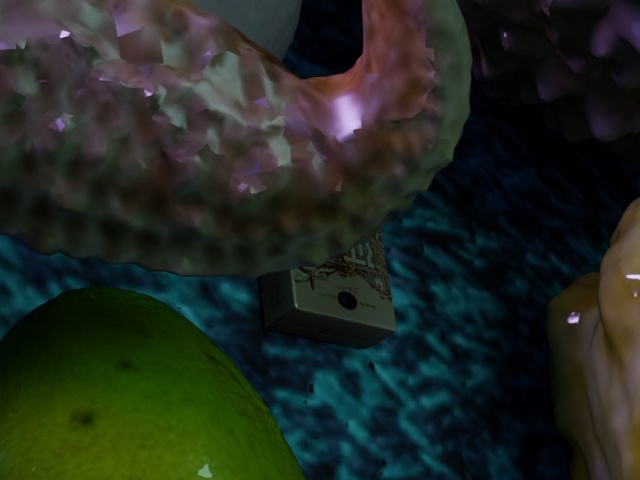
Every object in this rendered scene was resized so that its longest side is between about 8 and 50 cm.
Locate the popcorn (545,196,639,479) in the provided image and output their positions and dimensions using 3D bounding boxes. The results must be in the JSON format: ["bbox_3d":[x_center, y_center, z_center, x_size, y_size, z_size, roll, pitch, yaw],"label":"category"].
[{"bbox_3d":[0.233,0.090,0.550,0.250,0.235,0.242,-6,95,-21],"label":"popcorn"}]

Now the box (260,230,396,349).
[{"bbox_3d":[0.000,0.000,0.548,0.053,0.024,0.083,14,54,-36],"label":"box"}]

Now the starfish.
[{"bbox_3d":[-0.156,-0.160,0.358,0.082,0.324,0.432,49,16,-80],"label":"starfish"}]

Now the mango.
[{"bbox_3d":[-0.056,0.089,0.386,0.119,0.100,0.178,13,48,-33],"label":"mango"}]

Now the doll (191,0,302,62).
[{"bbox_3d":[-0.076,-0.161,0.506,0.151,0.151,0.287,25,45,-28],"label":"doll"}]

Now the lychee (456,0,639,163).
[{"bbox_3d":[0.192,-0.207,0.611,0.432,0.380,0.380,-6,67,-29],"label":"lychee"}]
